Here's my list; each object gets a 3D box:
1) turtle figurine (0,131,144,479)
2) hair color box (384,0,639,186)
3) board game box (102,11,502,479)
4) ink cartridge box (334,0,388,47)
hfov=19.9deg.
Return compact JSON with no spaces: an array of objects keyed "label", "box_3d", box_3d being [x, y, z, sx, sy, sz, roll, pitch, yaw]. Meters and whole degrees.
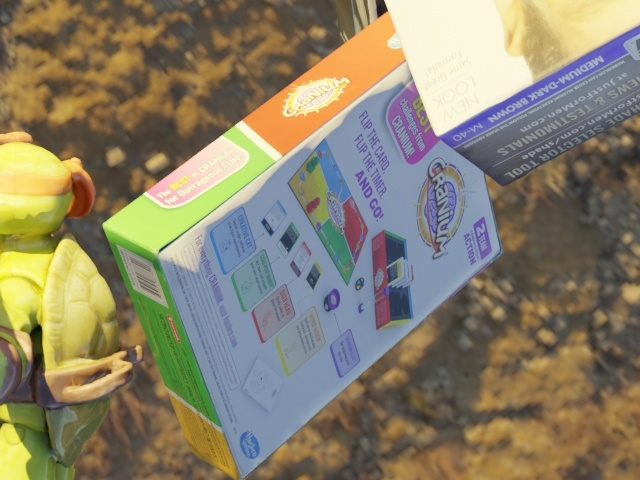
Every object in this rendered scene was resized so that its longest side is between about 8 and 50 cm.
[{"label":"turtle figurine","box_3d":[-0.110,0.053,0.690,0.087,0.269,0.217,0,100,-6]},{"label":"hair color box","box_3d":[0.116,-0.227,1.120,0.185,0.339,0.110,-29,153,20]},{"label":"board game box","box_3d":[0.000,0.000,1.425,0.316,0.064,0.242,-39,133,-27]},{"label":"ink cartridge box","box_3d":[0.057,-0.184,1.587,0.065,0.165,0.333,-15,125,-6]}]
